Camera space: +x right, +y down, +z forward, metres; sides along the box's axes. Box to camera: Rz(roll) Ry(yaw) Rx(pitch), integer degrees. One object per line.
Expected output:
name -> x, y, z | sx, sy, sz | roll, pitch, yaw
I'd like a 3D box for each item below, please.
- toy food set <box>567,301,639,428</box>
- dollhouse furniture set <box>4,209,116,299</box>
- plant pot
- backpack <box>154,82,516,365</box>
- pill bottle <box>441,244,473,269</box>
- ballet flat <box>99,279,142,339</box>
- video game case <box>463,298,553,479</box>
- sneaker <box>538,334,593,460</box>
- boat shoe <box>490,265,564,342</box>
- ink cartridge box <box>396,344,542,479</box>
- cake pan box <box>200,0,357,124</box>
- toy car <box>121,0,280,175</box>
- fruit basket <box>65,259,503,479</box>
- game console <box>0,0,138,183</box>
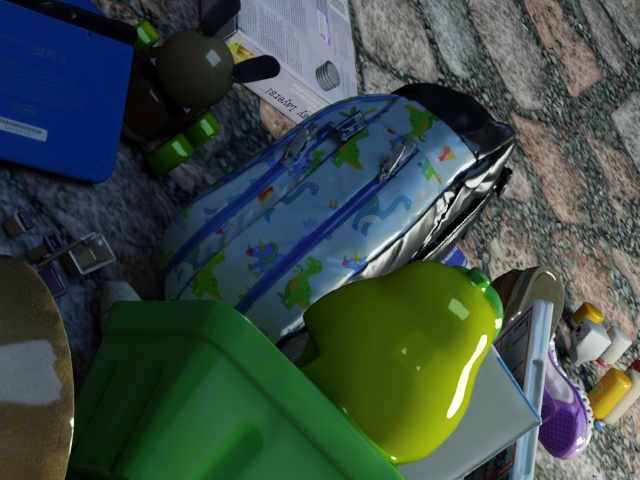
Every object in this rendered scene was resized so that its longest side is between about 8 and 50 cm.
toy food set -> 0.411, 0.198, 2.476 | 0.111, 0.104, 0.232 | 30, 21, -22
dollhouse furniture set -> -0.232, -0.009, 1.641 | 0.091, 0.081, 0.114 | 61, 29, 1
plant pot -> -0.350, 0.124, 1.229 | 0.254, 0.237, 0.237 | 3, 61, -40
backpack -> 0.000, 0.000, 1.762 | 0.273, 0.290, 0.355 | 35, 65, -1
pill bottle -> 0.079, 0.010, 2.035 | 0.265, 0.153, 0.153 | 56, 29, -7
ballet flat -> -0.182, 0.115, 1.639 | 0.052, 0.057, 0.168 | -19, 80, -50
video game case -> 0.209, 0.231, 1.936 | 0.025, 0.204, 0.285 | 15, 65, -9
sneaker -> 0.283, 0.189, 2.267 | 0.104, 0.095, 0.236 | 9, 51, -46
boat shoe -> 0.213, 0.160, 2.165 | 0.111, 0.104, 0.307 | 57, 49, -23
ink cartridge box -> 0.109, 0.151, 1.854 | 0.171, 0.168, 0.233 | 55, 0, -11
cake pan box -> -0.054, -0.290, 2.188 | 0.245, 0.070, 0.267 | 35, 38, -41
toy car -> -0.137, -0.190, 1.842 | 0.155, 0.188, 0.149 | 55, 30, -8
fruit basket -> -0.006, 0.162, 1.551 | 0.392, 0.283, 0.392 | 2, 87, -32
game console -> -0.346, -0.206, 1.699 | 0.293, 0.173, 0.250 | 14, 83, -51
